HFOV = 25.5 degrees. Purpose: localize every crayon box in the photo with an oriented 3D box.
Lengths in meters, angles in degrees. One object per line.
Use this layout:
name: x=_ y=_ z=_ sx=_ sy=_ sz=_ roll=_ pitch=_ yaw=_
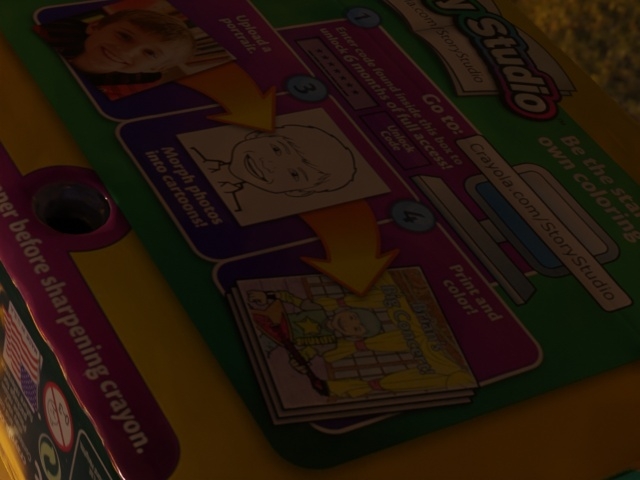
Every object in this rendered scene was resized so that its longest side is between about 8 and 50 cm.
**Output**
crayon box: x=0.000 y=0.000 z=0.619 sx=0.313 sy=0.106 sz=0.363 roll=-14 pitch=-131 yaw=-30
